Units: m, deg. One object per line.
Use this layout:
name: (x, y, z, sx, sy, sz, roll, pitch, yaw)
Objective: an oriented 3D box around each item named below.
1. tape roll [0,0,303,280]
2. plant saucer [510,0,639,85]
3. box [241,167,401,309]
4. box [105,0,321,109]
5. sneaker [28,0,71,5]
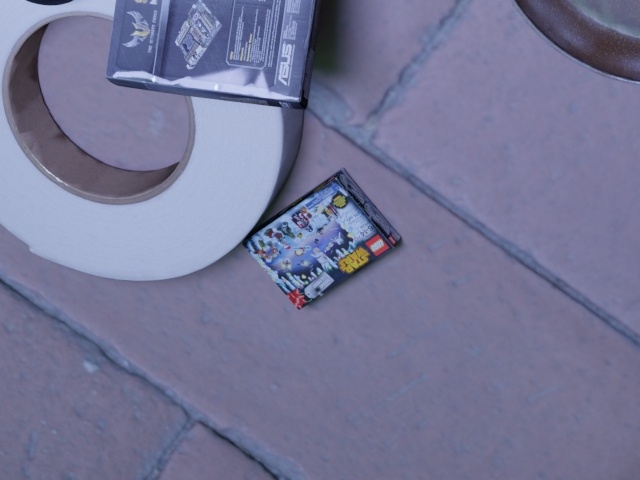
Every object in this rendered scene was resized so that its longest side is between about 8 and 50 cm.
tape roll: (-0.209, -0.142, 1.877, 0.392, 0.072, 0.392, 8, 119, 16)
plant saucer: (0.296, -0.283, 1.625, 0.311, 0.050, 0.310, 8, 119, 15)
box: (0.000, 0.000, 1.900, 0.137, 0.027, 0.094, -35, 102, 31)
box: (-0.088, -0.244, 1.709, 0.183, 0.056, 0.231, 7, 89, 8)
sneaker: (-0.216, -0.346, 1.709, 0.090, 0.145, 0.270, 11, 140, -18)
